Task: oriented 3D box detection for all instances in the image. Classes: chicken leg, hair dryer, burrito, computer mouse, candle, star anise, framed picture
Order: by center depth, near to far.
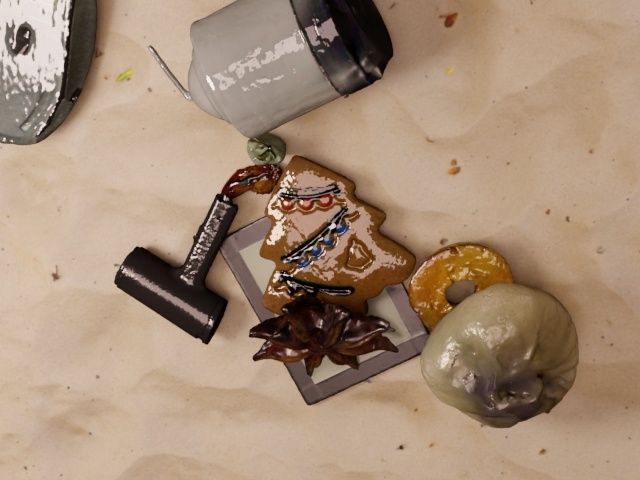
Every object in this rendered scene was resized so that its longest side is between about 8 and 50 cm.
[{"bbox_3d":[-0.074,-0.289,1.701,0.342,0.221,0.221,-25,99,16],"label":"candle"},{"bbox_3d":[-0.093,-0.150,1.787,0.074,0.118,0.044,20,109,-6],"label":"burrito"},{"bbox_3d":[-0.475,-0.342,1.793,0.203,0.114,0.374,21,113,-1],"label":"computer mouse"},{"bbox_3d":[0.002,0.147,1.810,0.272,0.272,0.103,-5,62,9],"label":"star anise"},{"bbox_3d":[-0.131,-0.092,1.850,0.145,0.037,0.062,-21,115,11],"label":"chicken leg"},{"bbox_3d":[-0.218,0.028,1.860,0.197,0.089,0.251,32,106,2],"label":"hair dryer"},{"bbox_3d":[0.010,0.093,1.882,0.265,0.016,0.347,-28,99,13],"label":"framed picture"}]

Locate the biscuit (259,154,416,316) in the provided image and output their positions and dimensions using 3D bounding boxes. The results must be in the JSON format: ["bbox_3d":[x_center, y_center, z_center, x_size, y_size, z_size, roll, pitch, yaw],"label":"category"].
[{"bbox_3d":[0.000,0.000,1.831,0.278,0.043,0.301,-21,100,12],"label":"biscuit"}]

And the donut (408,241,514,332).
[{"bbox_3d":[0.239,0.078,1.825,0.178,0.065,0.162,-28,103,12],"label":"donut"}]

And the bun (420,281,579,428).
[{"bbox_3d":[0.305,0.197,1.760,0.272,0.168,0.273,-7,130,-9],"label":"bun"}]
